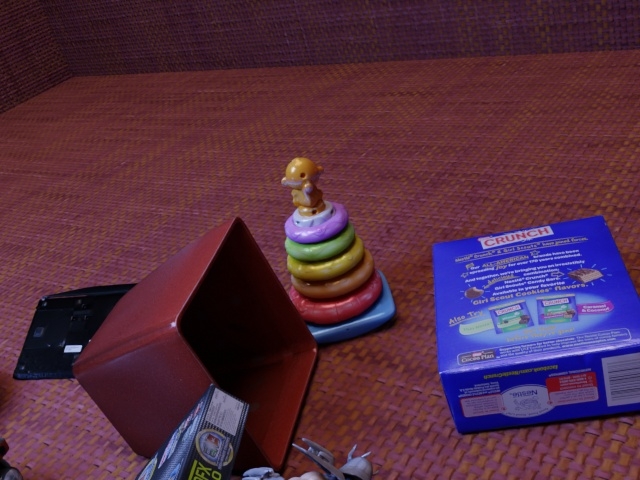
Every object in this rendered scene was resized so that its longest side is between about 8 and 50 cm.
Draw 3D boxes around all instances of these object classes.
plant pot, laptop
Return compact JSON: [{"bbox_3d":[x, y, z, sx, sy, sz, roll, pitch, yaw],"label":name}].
[{"bbox_3d":[-0.189,0.168,1.118,0.236,0.267,0.267,-18,26,23],"label":"plant pot"},{"bbox_3d":[-0.419,0.165,1.482,0.234,0.136,0.264,-6,56,21],"label":"laptop"}]

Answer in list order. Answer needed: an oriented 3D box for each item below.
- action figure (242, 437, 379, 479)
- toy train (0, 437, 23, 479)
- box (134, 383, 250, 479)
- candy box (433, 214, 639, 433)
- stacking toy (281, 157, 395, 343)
[{"bbox_3d":[-0.031,0.333,0.810,0.285,0.185,0.099,-49,6,-24],"label":"action figure"},{"bbox_3d":[-0.591,0.329,1.088,0.334,0.190,0.142,-9,26,14],"label":"toy train"},{"bbox_3d":[-0.182,0.328,0.886,0.216,0.060,0.270,-50,14,29],"label":"box"},{"bbox_3d":[0.303,0.106,1.086,0.268,0.122,0.317,-11,30,13],"label":"candy box"},{"bbox_3d":[0.000,0.000,1.246,0.175,0.301,0.165,-17,29,1],"label":"stacking toy"}]
